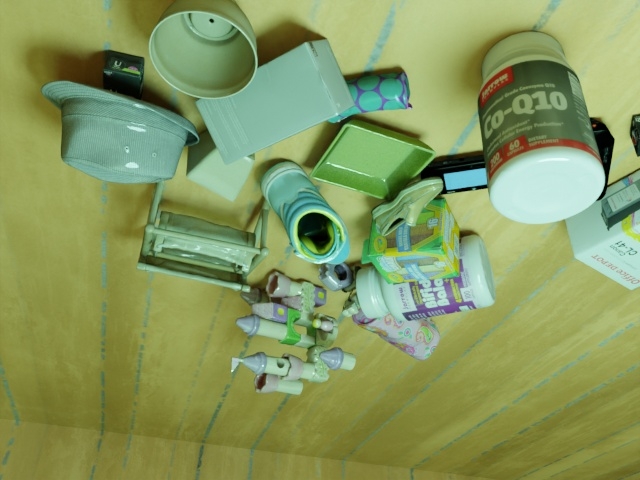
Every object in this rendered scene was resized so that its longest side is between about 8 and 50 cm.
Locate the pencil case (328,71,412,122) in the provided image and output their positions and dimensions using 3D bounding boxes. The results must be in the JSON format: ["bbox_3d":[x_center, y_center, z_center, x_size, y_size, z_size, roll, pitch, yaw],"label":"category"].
[{"bbox_3d":[0.080,-0.248,1.097,0.152,0.064,0.070,-7,128,14],"label":"pencil case"}]

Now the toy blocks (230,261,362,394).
[{"bbox_3d":[-0.089,0.202,1.553,0.260,0.288,0.309,20,145,-32],"label":"toy blocks"}]

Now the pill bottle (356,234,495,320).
[{"bbox_3d":[0.244,0.098,1.487,0.301,0.169,0.169,-14,142,21],"label":"pill bottle"}]

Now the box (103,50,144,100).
[{"bbox_3d":[-0.341,-0.276,1.094,0.062,0.052,0.083,10,144,-12],"label":"box"}]

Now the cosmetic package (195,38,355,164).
[{"bbox_3d":[-0.076,-0.231,1.061,0.238,0.107,0.127,-18,102,25],"label":"cosmetic package"}]

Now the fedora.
[{"bbox_3d":[-0.354,-0.170,1.107,0.275,0.124,0.244,14,172,-42],"label":"fedora"}]

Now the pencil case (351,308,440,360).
[{"bbox_3d":[0.211,0.228,1.728,0.124,0.124,0.284,-26,137,35],"label":"pencil case"}]

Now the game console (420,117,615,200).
[{"bbox_3d":[0.386,-0.133,1.259,0.361,0.044,0.213,-7,144,14],"label":"game console"}]

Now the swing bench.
[{"bbox_3d":[-0.260,0.003,1.390,0.253,0.165,0.254,12,144,-14],"label":"swing bench"}]

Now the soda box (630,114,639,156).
[{"bbox_3d":[0.652,-0.200,1.130,0.169,0.060,0.053,-8,144,15],"label":"soda box"}]

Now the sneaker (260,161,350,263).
[{"bbox_3d":[0.000,0.000,1.314,0.127,0.208,0.319,-37,136,5],"label":"sneaker"}]

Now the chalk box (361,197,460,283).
[{"bbox_3d":[0.185,0.006,1.382,0.213,0.132,0.132,-8,145,25],"label":"chalk box"}]

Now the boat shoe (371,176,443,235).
[{"bbox_3d":[0.182,-0.063,1.274,0.068,0.072,0.190,-2,159,-34],"label":"boat shoe"}]

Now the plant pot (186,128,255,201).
[{"bbox_3d":[-0.184,-0.160,1.211,0.109,0.109,0.096,28,126,-32],"label":"plant pot"}]

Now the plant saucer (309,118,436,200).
[{"bbox_3d":[0.097,-0.162,1.222,0.188,0.045,0.188,15,150,-17],"label":"plant saucer"}]

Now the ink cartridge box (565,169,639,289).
[{"bbox_3d":[0.703,-0.040,1.295,0.226,0.131,0.306,25,138,-28],"label":"ink cartridge box"}]

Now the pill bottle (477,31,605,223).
[{"bbox_3d":[0.330,-0.182,0.983,0.161,0.283,0.161,2,145,1],"label":"pill bottle"}]

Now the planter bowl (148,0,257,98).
[{"bbox_3d":[-0.174,-0.317,0.976,0.162,0.109,0.162,1,145,1],"label":"planter bowl"}]
